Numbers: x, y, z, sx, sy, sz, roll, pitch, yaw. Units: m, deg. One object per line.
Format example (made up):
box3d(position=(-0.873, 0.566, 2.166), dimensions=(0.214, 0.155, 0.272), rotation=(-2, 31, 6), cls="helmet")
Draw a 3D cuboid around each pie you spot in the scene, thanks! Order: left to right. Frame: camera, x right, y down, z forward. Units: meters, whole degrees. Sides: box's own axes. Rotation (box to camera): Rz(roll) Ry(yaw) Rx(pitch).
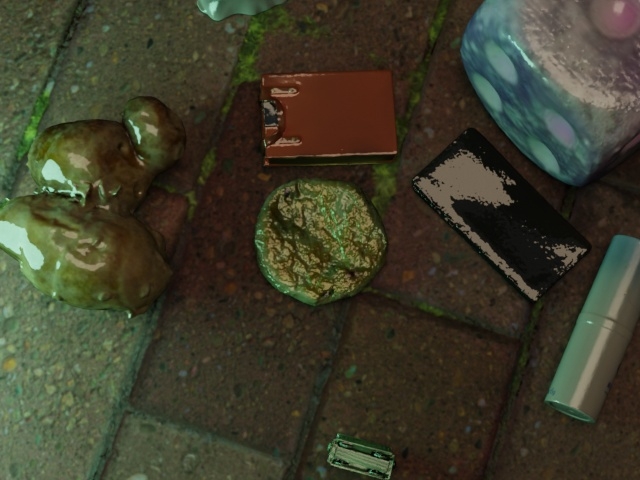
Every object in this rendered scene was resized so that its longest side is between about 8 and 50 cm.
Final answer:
box3d(position=(0.000, 0.000, 1.955), dimensions=(0.187, 0.041, 0.187), rotation=(0, 77, -2), cls="pie")

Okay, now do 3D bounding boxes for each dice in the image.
box3d(position=(0.369, -0.254, 1.904), dimensions=(0.270, 0.271, 0.270), rotation=(-38, 81, -10), cls="dice")

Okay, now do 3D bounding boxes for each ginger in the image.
box3d(position=(-0.300, -0.057, 1.901), dimensions=(0.245, 0.155, 0.304), rotation=(10, 78, 3), cls="ginger")

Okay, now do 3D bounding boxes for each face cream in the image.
box3d(position=(0.385, 0.119, 1.920), dimensions=(0.077, 0.077, 0.250), rotation=(24, 79, 4), cls="face cream")

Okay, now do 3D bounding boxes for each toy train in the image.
box3d(position=(0.055, 0.286, 1.885), dimensions=(0.093, 0.056, 0.038), rotation=(14, 95, 2), cls="toy train")

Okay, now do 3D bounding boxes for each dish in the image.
box3d(position=(-0.112, -0.367, 2.035), dimensions=(0.137, 0.039, 0.091), rotation=(-26, 80, -8), cls="dish")

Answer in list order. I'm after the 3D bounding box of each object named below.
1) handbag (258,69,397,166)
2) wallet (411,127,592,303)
box3d(position=(0.008, -0.171, 1.986), dimensions=(0.190, 0.063, 0.127), rotation=(-3, 78, -6), cls="handbag")
box3d(position=(0.252, -0.036, 1.977), dimensions=(0.124, 0.025, 0.244), rotation=(-43, 80, -10), cls="wallet")
